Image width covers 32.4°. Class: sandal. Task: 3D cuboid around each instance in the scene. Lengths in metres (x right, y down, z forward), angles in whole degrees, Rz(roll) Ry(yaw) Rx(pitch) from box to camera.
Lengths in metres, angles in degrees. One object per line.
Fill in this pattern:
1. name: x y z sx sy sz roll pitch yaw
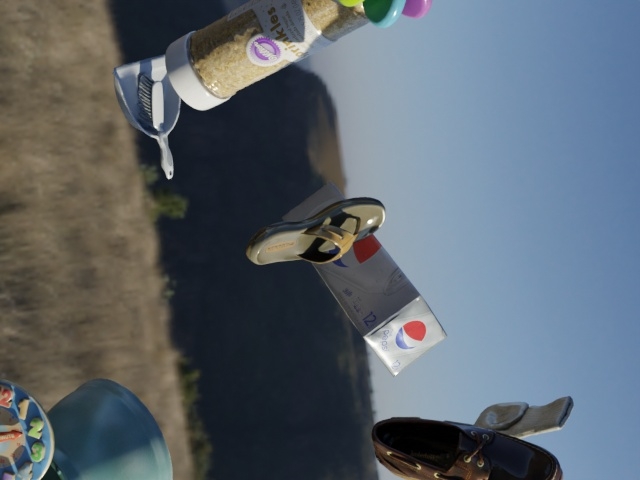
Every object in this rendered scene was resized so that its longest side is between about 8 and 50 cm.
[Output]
1. sandal: 0.000 0.000 1.313 0.049 0.180 0.072 57 -28 36

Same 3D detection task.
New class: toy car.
1. toy car: 0.100 -0.352 1.422 0.136 0.182 0.159 47 -21 -23

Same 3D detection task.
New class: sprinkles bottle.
1. sprinkles bottle: -0.071 -0.322 1.689 0.121 0.355 0.121 38 40 -41

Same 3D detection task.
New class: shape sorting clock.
1. shape sorting clock: -0.540 0.326 1.822 0.040 0.206 0.206 -38 121 -78

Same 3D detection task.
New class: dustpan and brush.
1. dustpan and brush: -0.295 -0.215 1.979 0.147 0.060 0.211 -28 124 -49

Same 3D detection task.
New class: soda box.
1. soda box: 0.053 0.044 1.469 0.098 0.091 0.286 53 1 -41

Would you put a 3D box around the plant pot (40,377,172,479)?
1. plant pot: -0.459 0.438 2.127 0.196 0.293 0.293 -24 111 -47

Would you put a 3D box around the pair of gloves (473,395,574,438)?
1. pair of gloves: 0.250 0.310 1.640 0.204 0.240 0.042 -23 -77 49

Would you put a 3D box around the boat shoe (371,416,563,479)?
1. boat shoe: 0.153 0.234 1.184 0.073 0.207 0.073 66 34 -49
